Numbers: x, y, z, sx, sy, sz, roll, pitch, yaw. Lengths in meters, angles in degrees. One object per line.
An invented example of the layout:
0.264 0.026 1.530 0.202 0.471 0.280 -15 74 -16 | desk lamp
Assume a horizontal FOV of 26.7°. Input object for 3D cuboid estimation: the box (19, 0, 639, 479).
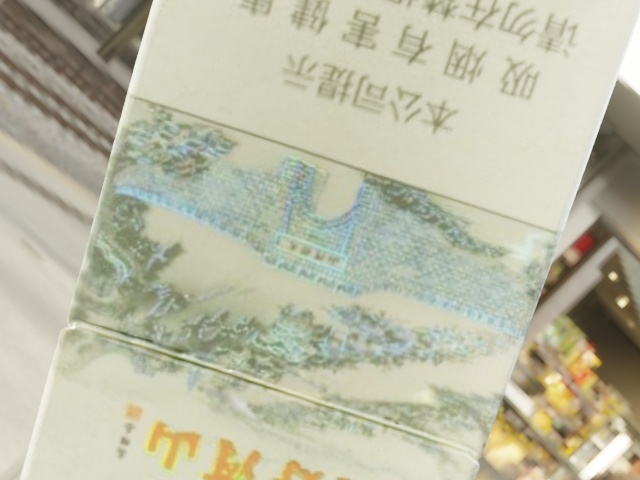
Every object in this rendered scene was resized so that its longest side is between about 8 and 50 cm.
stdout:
0.000 0.000 0.513 0.164 0.256 0.069 18 11 1 | box
